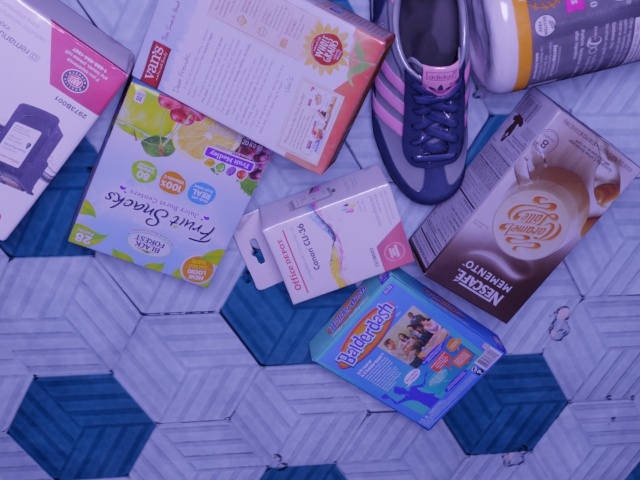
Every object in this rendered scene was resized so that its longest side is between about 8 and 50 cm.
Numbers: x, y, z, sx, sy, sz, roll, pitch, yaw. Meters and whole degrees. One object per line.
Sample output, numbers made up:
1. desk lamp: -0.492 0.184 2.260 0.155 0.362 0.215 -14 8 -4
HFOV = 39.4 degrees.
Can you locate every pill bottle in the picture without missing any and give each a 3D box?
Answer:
1. pill bottle: 0.294 -0.260 0.941 0.278 0.162 0.162 -14 118 -1

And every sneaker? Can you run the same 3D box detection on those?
1. sneaker: 0.113 -0.166 0.979 0.112 0.131 0.319 -14 118 -3

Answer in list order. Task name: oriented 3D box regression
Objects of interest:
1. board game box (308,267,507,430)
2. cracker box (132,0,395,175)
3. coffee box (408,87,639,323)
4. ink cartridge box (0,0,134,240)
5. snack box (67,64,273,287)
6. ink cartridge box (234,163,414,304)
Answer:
1. board game box: 0.115 0.141 1.183 0.210 0.047 0.160 34 108 -23
2. cracker box: -0.061 -0.193 0.929 0.232 0.067 0.155 28 114 3
3. coffee box: 0.241 -0.040 1.080 0.141 0.098 0.246 30 109 -21
4. ink cartridge box: -0.336 -0.144 0.940 0.172 0.100 0.237 35 107 -22
5. snack box: -0.169 -0.068 1.022 0.174 0.070 0.207 20 114 -18
6. ink cartridge box: 0.000 0.000 1.082 0.198 0.067 0.115 -20 118 2
